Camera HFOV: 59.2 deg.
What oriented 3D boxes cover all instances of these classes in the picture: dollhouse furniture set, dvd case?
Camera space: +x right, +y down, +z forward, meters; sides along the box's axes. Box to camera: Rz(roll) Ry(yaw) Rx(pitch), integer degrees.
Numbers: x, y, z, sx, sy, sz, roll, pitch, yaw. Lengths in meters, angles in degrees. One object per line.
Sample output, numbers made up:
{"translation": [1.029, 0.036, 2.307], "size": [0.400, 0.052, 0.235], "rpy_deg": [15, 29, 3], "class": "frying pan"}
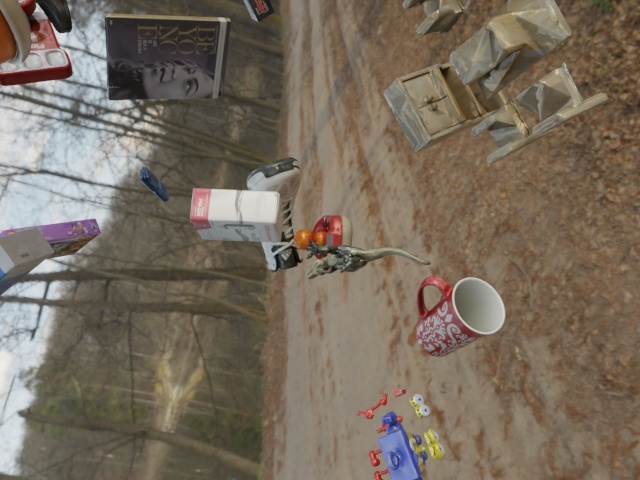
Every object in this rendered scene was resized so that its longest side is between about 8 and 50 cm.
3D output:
{"translation": [0.346, -0.356, 1.125], "size": [0.362, 0.256, 0.394], "rpy_deg": [62, 155, 4], "class": "dollhouse furniture set"}
{"translation": [-0.282, -0.337, 1.049], "size": [0.018, 0.221, 0.165], "rpy_deg": [60, 147, 36], "class": "dvd case"}

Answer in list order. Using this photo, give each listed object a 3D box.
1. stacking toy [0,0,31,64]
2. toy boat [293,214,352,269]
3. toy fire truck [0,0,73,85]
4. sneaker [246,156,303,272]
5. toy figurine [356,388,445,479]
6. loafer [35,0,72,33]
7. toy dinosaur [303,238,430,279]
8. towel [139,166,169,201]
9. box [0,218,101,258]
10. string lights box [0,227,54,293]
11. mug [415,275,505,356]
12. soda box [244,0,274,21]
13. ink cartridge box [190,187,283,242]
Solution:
{"translation": [-0.762, -0.320, 0.899], "size": [0.480, 0.350, 0.350], "rpy_deg": [-51, 3, -23], "class": "stacking toy"}
{"translation": [0.000, 0.000, 1.570], "size": [0.231, 0.151, 0.151], "rpy_deg": [-156, 70, -82], "class": "toy boat"}
{"translation": [-0.792, -0.477, 1.374], "size": [0.254, 0.302, 0.169], "rpy_deg": [61, 150, 23], "class": "toy fire truck"}
{"translation": [-0.104, -0.058, 1.681], "size": [0.447, 0.169, 0.258], "rpy_deg": [117, 132, -70], "class": "sneaker"}
{"translation": [0.182, 0.532, 1.300], "size": [0.217, 0.191, 0.363], "rpy_deg": [32, -143, -63], "class": "toy figurine"}
{"translation": [-0.486, -0.430, 0.954], "size": [0.062, 0.170, 0.061], "rpy_deg": [3, 36, 46], "class": "loafer"}
{"translation": [0.049, 0.032, 0.994], "size": [0.268, 0.118, 0.064], "rpy_deg": [-6, 79, 45], "class": "toy dinosaur"}
{"translation": [-0.527, -0.180, 1.795], "size": [0.029, 0.119, 0.067], "rpy_deg": [-30, 44, 9], "class": "towel"}
{"translation": [-0.866, 0.010, 1.747], "size": [0.200, 0.293, 0.057], "rpy_deg": [-28, 82, 37], "class": "box"}
{"translation": [-0.755, 0.081, 1.286], "size": [0.259, 0.077, 0.133], "rpy_deg": [-34, 3, 15], "class": "string lights box"}
{"translation": [0.259, 0.144, 1.113], "size": [0.150, 0.113, 0.169], "rpy_deg": [63, 150, 20], "class": "mug"}
{"translation": [-0.189, -0.684, 1.519], "size": [0.053, 0.060, 0.169], "rpy_deg": [49, 170, 48], "class": "soda box"}
{"translation": [-0.210, -0.062, 1.455], "size": [0.158, 0.217, 0.092], "rpy_deg": [88, -177, -72], "class": "ink cartridge box"}
